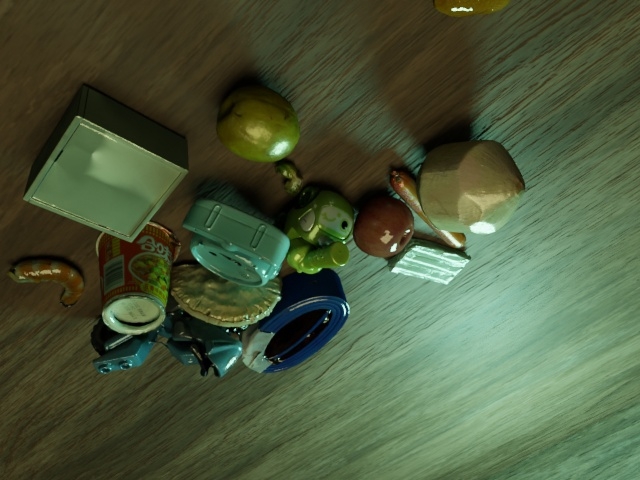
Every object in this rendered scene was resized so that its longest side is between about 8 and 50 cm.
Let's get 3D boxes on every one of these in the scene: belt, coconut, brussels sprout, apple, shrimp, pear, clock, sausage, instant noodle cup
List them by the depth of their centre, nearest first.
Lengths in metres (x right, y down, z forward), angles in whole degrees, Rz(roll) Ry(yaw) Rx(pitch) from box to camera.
[{"bbox_3d":[-0.119,-0.225,1.132,0.162,0.148,0.149,15,128,-36],"label":"pear"},{"bbox_3d":[0.336,-0.115,1.283,0.234,0.224,0.224,-2,147,40],"label":"coconut"},{"bbox_3d":[-0.067,-0.140,1.297,0.051,0.046,0.083,-24,134,0],"label":"brussels sprout"},{"bbox_3d":[-0.410,0.089,1.311,0.193,0.212,0.193,-8,134,-8],"label":"instant noodle cup"},{"bbox_3d":[-0.190,0.023,1.315,0.224,0.094,0.274,23,155,3],"label":"clock"},{"bbox_3d":[0.154,-0.031,1.389,0.153,0.120,0.153,-36,144,-31],"label":"apple"},{"bbox_3d":[-0.645,0.104,1.389,0.161,0.049,0.166,-1,141,-16],"label":"shrimp"},{"bbox_3d":[0.269,-0.070,1.445,0.053,0.053,0.348,-36,131,19],"label":"sausage"},{"bbox_3d":[-0.078,0.221,1.590,0.213,0.117,0.347,29,120,-36],"label":"belt"}]

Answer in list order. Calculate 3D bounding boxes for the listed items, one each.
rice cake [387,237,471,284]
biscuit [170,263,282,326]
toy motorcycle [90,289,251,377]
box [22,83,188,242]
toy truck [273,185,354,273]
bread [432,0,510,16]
[{"bbox_3d":[0.298,0.060,1.587,0.211,0.038,0.124,19,126,-29],"label":"rice cake"},{"bbox_3d":[-0.221,0.134,1.424,0.281,0.179,0.084,5,132,-18],"label":"biscuit"},{"bbox_3d":[-0.365,0.248,1.461,0.417,0.232,0.172,-8,138,-6],"label":"toy motorcycle"},{"bbox_3d":[-0.417,-0.144,1.155,0.225,0.117,0.225,27,122,-34],"label":"box"},{"bbox_3d":[-0.012,-0.003,1.346,0.148,0.210,0.187,26,138,-35],"label":"toy truck"},{"bbox_3d":[0.267,-0.506,0.983,0.174,0.121,0.245,-3,131,-10],"label":"bread"}]
